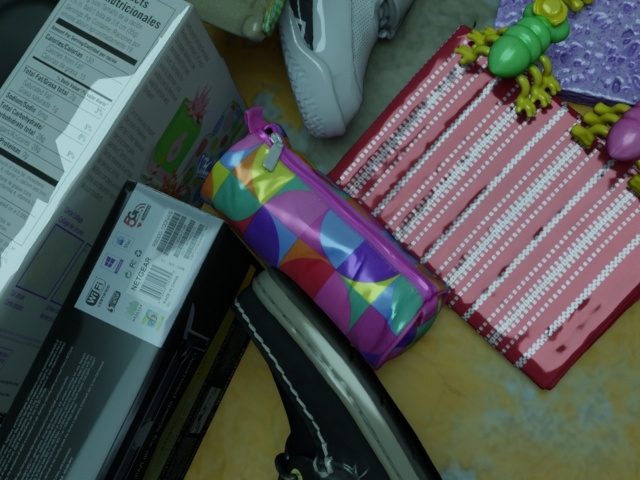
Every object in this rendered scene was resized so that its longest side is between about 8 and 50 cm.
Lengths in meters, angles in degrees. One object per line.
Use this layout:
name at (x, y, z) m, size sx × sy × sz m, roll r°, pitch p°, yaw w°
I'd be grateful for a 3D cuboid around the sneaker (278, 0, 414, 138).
sneaker at (0.081, -0.265, 0.847) m, size 0.210 × 0.137 × 0.366 m, roll 3°, pitch 75°, yaw 9°

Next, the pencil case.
pencil case at (0.000, 0.000, 0.815) m, size 0.104 × 0.104 × 0.236 m, roll -45°, pitch 80°, yaw -5°

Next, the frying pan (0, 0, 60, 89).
frying pan at (-0.320, -0.192, 0.877) m, size 0.326 × 0.053 × 0.197 m, roll 32°, pitch 101°, yaw -3°

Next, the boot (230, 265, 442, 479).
boot at (-0.039, 0.240, 0.725) m, size 0.284 × 0.138 × 0.377 m, roll -30°, pitch 99°, yaw 2°

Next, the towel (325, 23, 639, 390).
towel at (0.161, -0.030, 0.828) m, size 0.275 × 0.031 × 0.199 m, roll 43°, pitch 95°, yaw 12°

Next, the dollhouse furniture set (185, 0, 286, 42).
dollhouse furniture set at (-0.086, -0.288, 0.827) m, size 0.301 × 0.151 × 0.197 m, roll 28°, pitch 99°, yaw 29°

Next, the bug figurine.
bug figurine at (0.254, -0.166, 0.795) m, size 0.279 × 0.072 × 0.216 m, roll 40°, pitch 70°, yaw 11°

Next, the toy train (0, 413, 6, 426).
toy train at (-0.330, 0.124, 0.864) m, size 0.158 × 0.027 × 0.036 m, roll 34°, pitch 94°, yaw 11°

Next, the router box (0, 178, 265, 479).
router box at (-0.148, 0.132, 0.731) m, size 0.081 × 0.243 × 0.309 m, roll 24°, pitch 81°, yaw 10°

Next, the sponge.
sponge at (0.261, -0.177, 0.864) m, size 0.210 × 0.031 × 0.117 m, roll 14°, pitch 80°, yaw 9°

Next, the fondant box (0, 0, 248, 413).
fondant box at (-0.196, -0.024, 0.773) m, size 0.096 × 0.238 × 0.330 m, roll 31°, pitch 82°, yaw 13°
